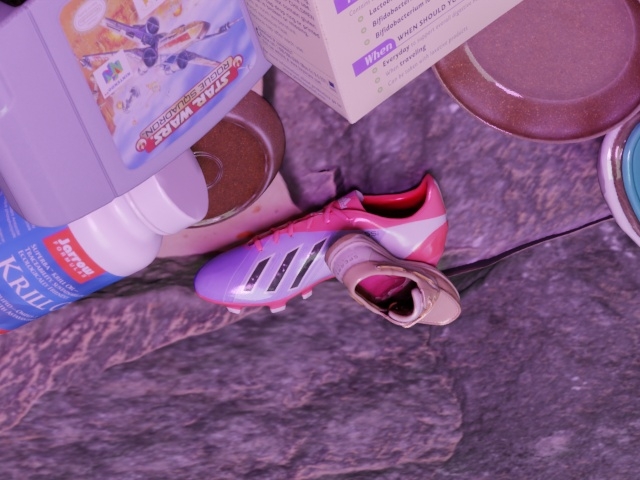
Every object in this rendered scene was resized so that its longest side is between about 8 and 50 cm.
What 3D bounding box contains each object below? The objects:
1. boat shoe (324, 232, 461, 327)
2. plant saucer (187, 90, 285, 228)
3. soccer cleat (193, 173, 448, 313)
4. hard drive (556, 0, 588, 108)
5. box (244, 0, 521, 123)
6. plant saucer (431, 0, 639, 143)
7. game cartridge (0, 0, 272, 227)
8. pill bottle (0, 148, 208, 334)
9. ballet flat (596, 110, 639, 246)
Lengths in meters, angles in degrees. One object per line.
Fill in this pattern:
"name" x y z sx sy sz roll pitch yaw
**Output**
"boat shoe" 0.073 0.051 1.268 0.170 0.059 0.063 25 118 -40
"plant saucer" -0.110 -0.067 1.217 0.168 0.029 0.168 -10 137 -9
"soccer cleat" 0.000 0.000 1.293 0.248 0.083 0.095 -10 121 -10
"hard drive" 0.331 -0.195 1.218 0.254 0.054 0.172 -8 136 -10
"box" 0.043 -0.248 0.972 0.213 0.117 0.243 -37 140 -15
"plant saucer" 0.187 -0.169 1.159 0.198 0.036 0.199 12 136 12
"game cartridge" -0.127 -0.152 1.003 0.297 0.062 0.198 -44 138 -22
"pill bottle" -0.209 -0.015 1.144 0.221 0.124 0.124 -25 137 21
"ballet flat" 0.374 -0.031 1.341 0.400 0.139 0.139 23 123 -35
